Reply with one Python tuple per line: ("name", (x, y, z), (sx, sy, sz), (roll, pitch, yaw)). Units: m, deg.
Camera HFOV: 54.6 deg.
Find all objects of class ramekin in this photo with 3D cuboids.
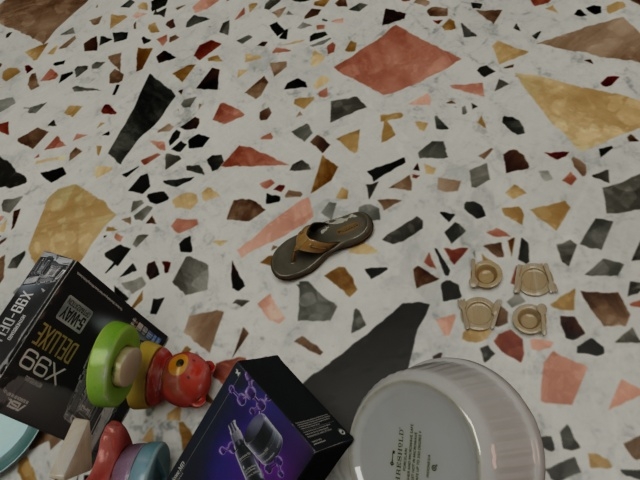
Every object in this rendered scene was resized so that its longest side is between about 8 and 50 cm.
("ramekin", (0.160, 0.299, 0.867), (0.273, 0.127, 0.273), (-10, 74, 40))

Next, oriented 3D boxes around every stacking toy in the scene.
("stacking toy", (-0.273, 0.285, 0.978), (0.130, 0.279, 0.309), (7, 60, 5))

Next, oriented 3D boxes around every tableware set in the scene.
("tableware set", (0.326, 0.096, 1.084), (0.169, 0.020, 0.141), (4, 61, 16))

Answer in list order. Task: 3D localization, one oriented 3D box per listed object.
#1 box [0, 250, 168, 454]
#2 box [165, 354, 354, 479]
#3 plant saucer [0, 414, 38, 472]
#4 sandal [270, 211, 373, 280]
("box", (-0.411, 0.198, 1.034), (0.076, 0.307, 0.242), (13, 63, 25))
("box", (-0.101, 0.333, 0.928), (0.184, 0.103, 0.261), (42, 110, 33))
("plant saucer", (-0.661, 0.291, 1.141), (0.318, 0.043, 0.317), (3, 71, -8))
("sandal", (0.000, 0.000, 1.198), (0.219, 0.060, 0.090), (-24, 57, -1))
